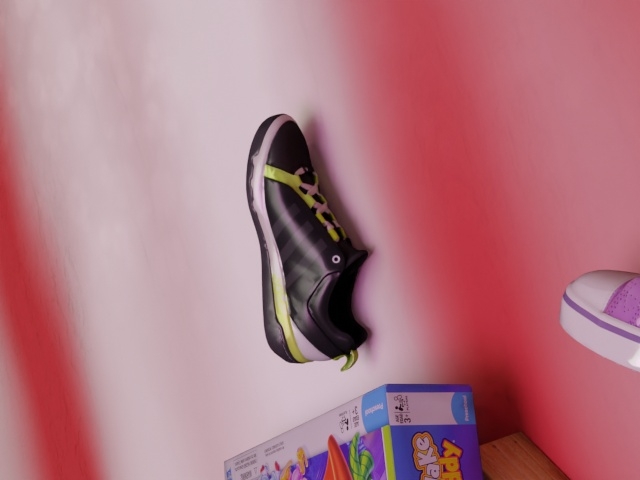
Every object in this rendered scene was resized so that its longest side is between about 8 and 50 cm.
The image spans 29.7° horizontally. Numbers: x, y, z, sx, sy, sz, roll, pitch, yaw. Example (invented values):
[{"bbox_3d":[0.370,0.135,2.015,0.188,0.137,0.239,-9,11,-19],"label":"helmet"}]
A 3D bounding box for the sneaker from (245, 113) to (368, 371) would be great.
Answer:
[{"bbox_3d":[0.000,0.000,1.085,0.097,0.084,0.234,-5,96,27],"label":"sneaker"}]

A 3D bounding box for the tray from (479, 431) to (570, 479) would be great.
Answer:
[{"bbox_3d":[0.222,0.357,0.876,0.411,0.076,0.202,46,130,36],"label":"tray"}]

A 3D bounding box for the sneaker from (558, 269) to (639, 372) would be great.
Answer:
[{"bbox_3d":[0.280,0.015,0.721,0.282,0.102,0.161,12,104,38],"label":"sneaker"}]

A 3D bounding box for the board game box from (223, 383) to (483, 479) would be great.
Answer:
[{"bbox_3d":[0.020,0.271,1.006,0.347,0.078,0.233,141,127,-58],"label":"board game box"}]
